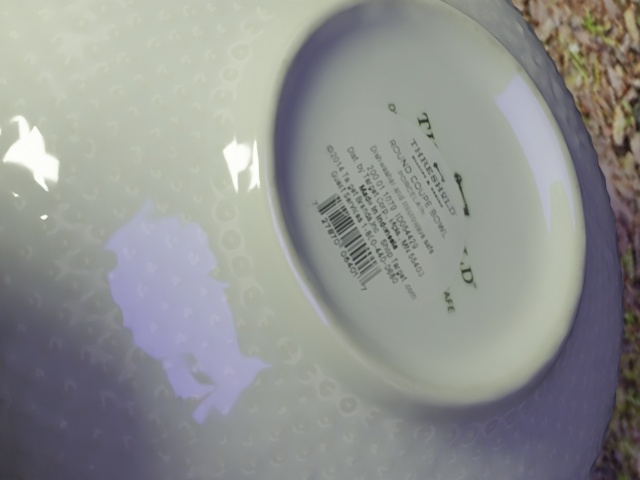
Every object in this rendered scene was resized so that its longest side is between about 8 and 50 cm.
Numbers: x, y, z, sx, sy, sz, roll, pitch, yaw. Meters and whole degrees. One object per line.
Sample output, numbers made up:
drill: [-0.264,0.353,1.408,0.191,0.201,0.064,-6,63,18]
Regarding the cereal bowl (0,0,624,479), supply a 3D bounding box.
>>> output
cereal bowl: [0.000,0.000,0.774,0.339,0.141,0.339,14,67,-37]
